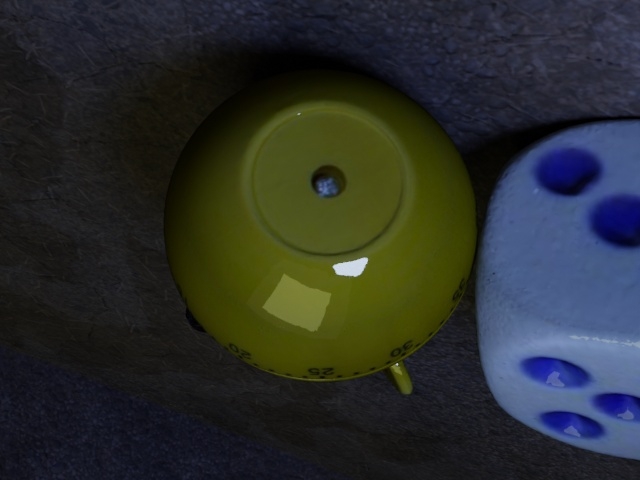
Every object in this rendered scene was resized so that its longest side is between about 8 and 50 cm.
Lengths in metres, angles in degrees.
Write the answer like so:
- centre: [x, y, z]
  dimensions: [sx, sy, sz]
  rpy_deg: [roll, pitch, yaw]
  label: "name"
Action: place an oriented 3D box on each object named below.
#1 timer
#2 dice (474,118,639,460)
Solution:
- centre: [0.000, 0.000, 1.119]
  dimensions: [0.376, 0.376, 0.387]
  rpy_deg: [16, 164, 5]
  label: "timer"
- centre: [0.348, 0.063, 1.088]
  dimensions: [0.304, 0.277, 0.304]
  rpy_deg: [3, 151, 25]
  label: "dice"
